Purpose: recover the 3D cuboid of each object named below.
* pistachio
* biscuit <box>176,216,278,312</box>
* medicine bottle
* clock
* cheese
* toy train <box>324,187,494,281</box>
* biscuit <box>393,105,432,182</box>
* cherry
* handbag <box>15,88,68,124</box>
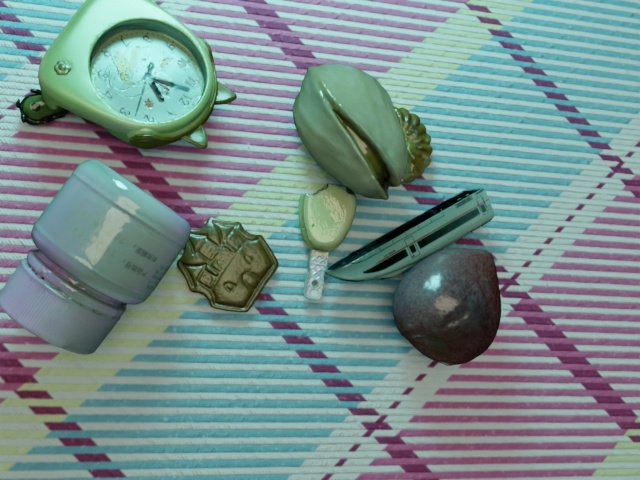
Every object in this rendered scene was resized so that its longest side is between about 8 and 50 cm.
[{"bbox_3d":[0.069,-0.229,1.289,0.207,0.226,0.332,-31,78,6],"label":"pistachio"},{"bbox_3d":[-0.207,0.041,1.280,0.215,0.034,0.182,35,76,-5],"label":"biscuit"},{"bbox_3d":[-0.414,0.031,1.131,0.241,0.241,0.302,35,85,-5],"label":"medicine bottle"},{"bbox_3d":[-0.357,-0.323,1.249,0.348,0.117,0.286,30,68,-10],"label":"clock"},{"bbox_3d":[0.000,0.000,1.323,0.127,0.050,0.256,14,80,-12],"label":"cheese"},{"bbox_3d":[0.195,0.008,1.336,0.407,0.086,0.088,-28,100,-18],"label":"toy train"},{"bbox_3d":[0.202,-0.226,1.398,0.118,0.061,0.183,-11,83,-15],"label":"biscuit"},{"bbox_3d":[0.267,0.129,1.290,0.239,0.206,0.239,19,56,-31],"label":"cherry"},{"bbox_3d":[-0.557,-0.275,1.248,0.111,0.047,0.072,-22,98,-21],"label":"handbag"}]
